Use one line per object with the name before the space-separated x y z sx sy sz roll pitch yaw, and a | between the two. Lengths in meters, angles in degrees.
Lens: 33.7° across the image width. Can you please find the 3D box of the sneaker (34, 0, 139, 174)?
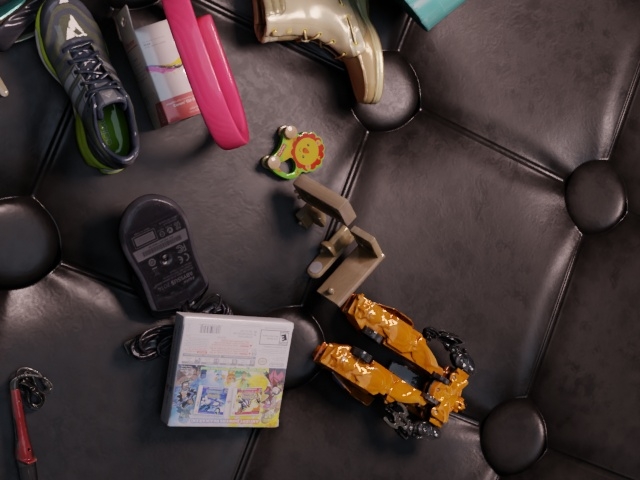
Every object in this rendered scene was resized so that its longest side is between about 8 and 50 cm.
sneaker | -0.352 -0.247 1.663 0.111 0.121 0.299 -30 109 -25

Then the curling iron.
curling iron | -0.458 0.339 1.686 0.068 0.035 0.273 -2 91 -21

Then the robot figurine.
robot figurine | 0.141 0.227 1.894 0.291 0.085 0.211 35 79 -17

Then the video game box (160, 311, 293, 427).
video game box | -0.155 0.219 1.774 0.205 0.048 0.187 7 94 -29

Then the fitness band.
fitness band | -0.187 -0.284 1.697 0.054 0.209 0.290 -20 99 6

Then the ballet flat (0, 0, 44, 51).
ballet flat | -0.452 -0.370 1.673 0.203 0.074 0.074 -47 106 -21

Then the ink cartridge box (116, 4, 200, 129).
ink cartridge box | -0.264 -0.287 1.715 0.067 0.115 0.198 -22 99 -19

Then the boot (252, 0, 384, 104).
boot | -0.006 -0.348 1.826 0.204 0.095 0.261 -14 94 -21

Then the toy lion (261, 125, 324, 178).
toy lion | -0.042 -0.150 1.851 0.096 0.034 0.100 34 79 -26

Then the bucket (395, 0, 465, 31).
bucket | 0.167 -0.505 1.792 0.183 0.281 0.281 -42 106 8

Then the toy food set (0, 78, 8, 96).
toy food set | -0.590 -0.232 1.629 0.192 0.038 0.132 -35 102 -18

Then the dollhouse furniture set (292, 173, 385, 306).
dollhouse furniture set | 0.000 0.000 1.806 0.123 0.144 0.151 -48 142 -14

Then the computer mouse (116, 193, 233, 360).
computer mouse | -0.266 0.050 1.748 0.189 0.072 0.272 -22 110 -22
